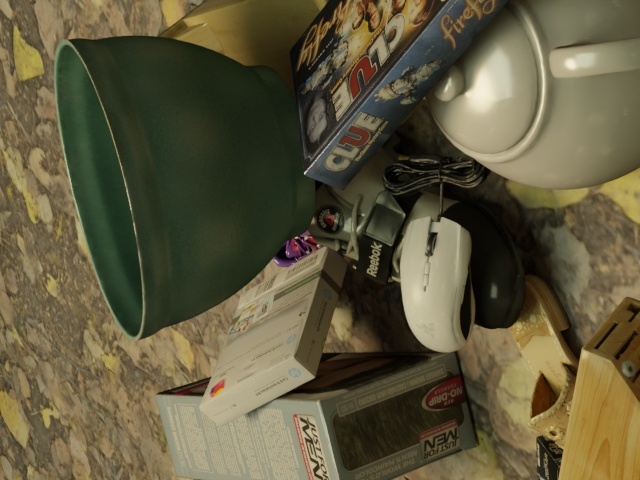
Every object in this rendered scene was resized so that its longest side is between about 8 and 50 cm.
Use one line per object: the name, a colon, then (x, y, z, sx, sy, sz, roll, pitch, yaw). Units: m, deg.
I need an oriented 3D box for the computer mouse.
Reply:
computer mouse: (0.107, 0.016, 1.245, 0.106, 0.042, 0.193, 4, 105, 28)

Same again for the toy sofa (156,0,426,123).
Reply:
toy sofa: (-0.002, -0.213, 1.406, 0.362, 0.177, 0.150, -2, 126, 55)

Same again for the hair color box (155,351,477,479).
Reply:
hair color box: (-0.017, 0.204, 1.549, 0.374, 0.185, 0.114, -7, 98, 56)

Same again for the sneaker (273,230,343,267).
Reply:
sneaker: (0.000, 0.000, 1.539, 0.170, 0.071, 0.068, -36, 74, 54)

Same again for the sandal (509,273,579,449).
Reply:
sandal: (0.218, 0.149, 1.275, 0.240, 0.079, 0.088, 63, 146, 15)

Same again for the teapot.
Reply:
teapot: (0.172, -0.148, 1.114, 0.252, 0.187, 0.256, 53, 141, 27)

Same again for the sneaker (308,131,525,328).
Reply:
sneaker: (0.065, -0.008, 1.353, 0.330, 0.146, 0.122, 42, 133, 43)

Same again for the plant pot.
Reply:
plant pot: (-0.124, -0.067, 1.313, 0.293, 0.196, 0.293, 166, 90, -71)

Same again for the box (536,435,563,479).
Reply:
box: (0.232, 0.242, 1.329, 0.067, 0.018, 0.083, -121, 25, -69)

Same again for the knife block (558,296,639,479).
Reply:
knife block: (0.252, 0.211, 1.186, 0.242, 0.088, 0.276, -29, 98, 47)

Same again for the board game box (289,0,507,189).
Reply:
board game box: (0.061, -0.180, 1.105, 0.243, 0.042, 0.165, -49, 33, 35)

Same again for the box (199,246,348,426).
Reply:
box: (-0.049, 0.101, 1.477, 0.145, 0.186, 0.038, -31, 115, 32)
